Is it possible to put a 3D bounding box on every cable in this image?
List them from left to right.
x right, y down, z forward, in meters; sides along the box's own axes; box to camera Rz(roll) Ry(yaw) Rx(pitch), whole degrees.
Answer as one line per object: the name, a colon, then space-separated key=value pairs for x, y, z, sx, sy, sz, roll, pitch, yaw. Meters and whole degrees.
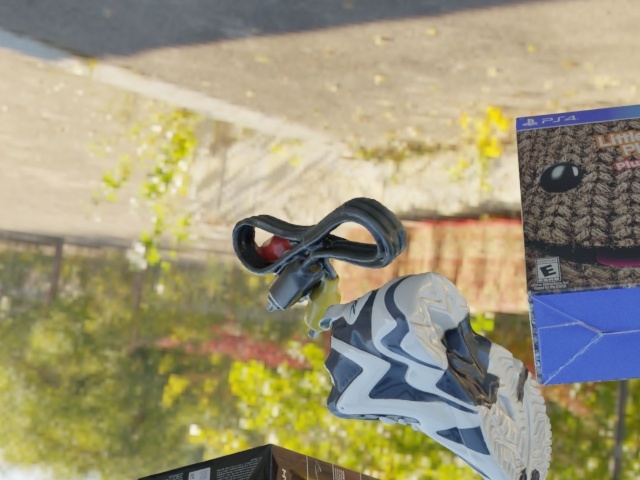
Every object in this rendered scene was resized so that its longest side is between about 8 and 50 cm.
cable: x=0.000 y=0.000 z=1.212 sx=0.072 sy=0.139 sz=0.287 roll=-32 pitch=173 yaw=-32

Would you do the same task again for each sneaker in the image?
sneaker: x=0.084 y=0.129 z=1.068 sx=0.153 sy=0.094 sz=0.235 roll=-10 pitch=132 yaw=45

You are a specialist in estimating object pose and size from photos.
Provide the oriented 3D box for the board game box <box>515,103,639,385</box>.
board game box: x=0.335 y=-0.004 z=1.361 sx=0.232 sy=0.291 sz=0.141 roll=-6 pitch=131 yaw=10

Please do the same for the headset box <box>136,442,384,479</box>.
headset box: x=-0.036 y=0.335 z=1.463 sx=0.218 sy=0.110 sz=0.293 roll=-21 pitch=148 yaw=35
